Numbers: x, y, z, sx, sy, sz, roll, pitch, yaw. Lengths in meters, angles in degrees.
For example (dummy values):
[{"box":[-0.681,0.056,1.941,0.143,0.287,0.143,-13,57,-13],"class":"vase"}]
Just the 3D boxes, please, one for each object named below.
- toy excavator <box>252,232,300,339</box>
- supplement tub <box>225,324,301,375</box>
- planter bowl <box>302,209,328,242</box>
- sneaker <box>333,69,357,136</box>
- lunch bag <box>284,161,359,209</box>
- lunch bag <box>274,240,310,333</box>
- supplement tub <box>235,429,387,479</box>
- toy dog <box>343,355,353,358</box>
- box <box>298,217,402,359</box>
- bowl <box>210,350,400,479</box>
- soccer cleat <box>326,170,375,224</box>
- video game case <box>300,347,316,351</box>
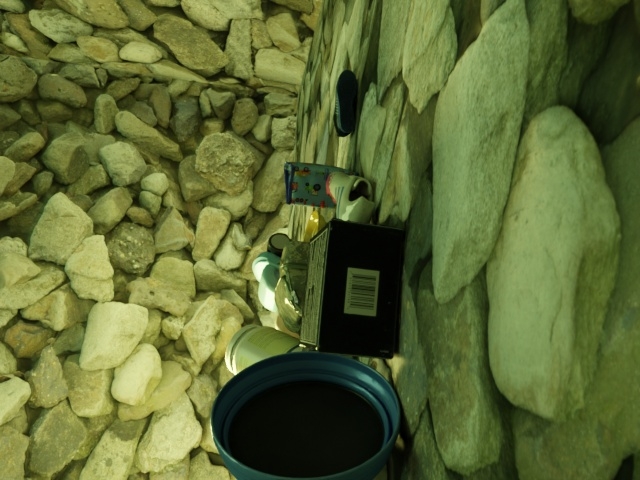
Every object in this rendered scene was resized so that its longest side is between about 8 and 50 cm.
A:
[{"box":[-0.134,0.250,2.303,0.445,0.433,0.222,-55,-11,-39],"class":"toy excavator"},{"box":[-0.164,0.445,2.005,0.325,0.235,0.235,16,103,41],"class":"supplement tub"},{"box":[0.000,0.000,2.114,0.217,0.090,0.217,-169,90,-76],"class":"planter bowl"},{"box":[0.081,-0.480,1.971,0.090,0.081,0.232,159,115,-72],"class":"sneaker"},{"box":[-0.010,-0.218,1.922,0.293,0.221,0.138,-106,24,-67],"class":"lunch bag"},{"box":[-0.047,0.171,1.927,0.305,0.213,0.256,112,161,-64],"class":"lunch bag"},{"box":[-0.027,0.524,1.244,0.228,0.316,0.228,-176,90,-82],"class":"supplement tub"},{"box":[0.018,0.350,1.576,0.333,0.161,0.220,-104,22,-65],"class":"toy dog"},{"box":[0.066,0.123,1.348,0.294,0.183,0.296,145,132,-77],"class":"box"},{"box":[-0.030,0.374,1.166,0.391,0.391,0.077,-104,12,-66],"class":"bowl"},{"box":[0.098,-0.140,1.623,0.143,0.116,0.331,-61,22,28],"class":"soccer cleat"},{"box":[-0.029,0.482,1.758,0.300,0.036,0.329,-65,-29,-72],"class":"video game case"}]
